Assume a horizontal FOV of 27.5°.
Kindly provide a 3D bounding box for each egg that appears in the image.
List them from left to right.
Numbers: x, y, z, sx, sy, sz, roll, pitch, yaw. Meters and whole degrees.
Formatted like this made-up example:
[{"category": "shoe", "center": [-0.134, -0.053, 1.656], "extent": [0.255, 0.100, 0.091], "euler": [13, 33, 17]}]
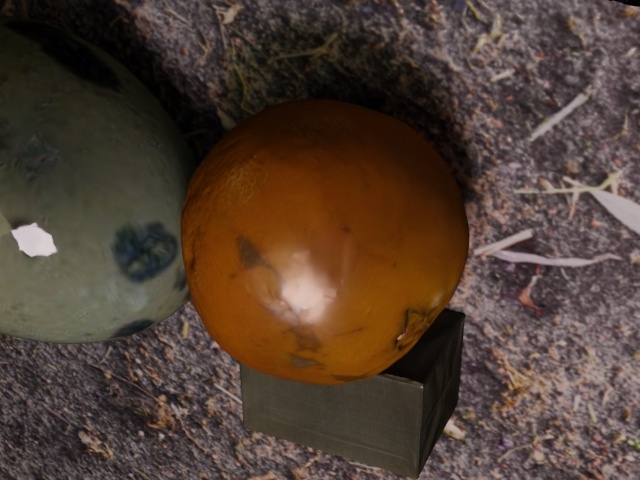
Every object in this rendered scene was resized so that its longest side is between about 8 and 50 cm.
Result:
[{"category": "egg", "center": [-0.321, -0.060, 1.478], "extent": [0.428, 0.345, 0.345], "euler": [35, 131, -3]}]

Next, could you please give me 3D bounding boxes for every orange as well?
[{"category": "orange", "center": [0.000, 0.000, 1.378], "extent": [0.312, 0.312, 0.312], "euler": [14, 127, 19]}]

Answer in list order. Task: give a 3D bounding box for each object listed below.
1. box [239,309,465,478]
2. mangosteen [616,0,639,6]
[{"category": "box", "center": [0.039, 0.160, 1.568], "extent": [0.231, 0.149, 0.155], "euler": [13, 127, 21]}, {"category": "mangosteen", "center": [0.278, -0.287, 1.157], "extent": [0.137, 0.137, 0.151], "euler": [26, 96, 10]}]
